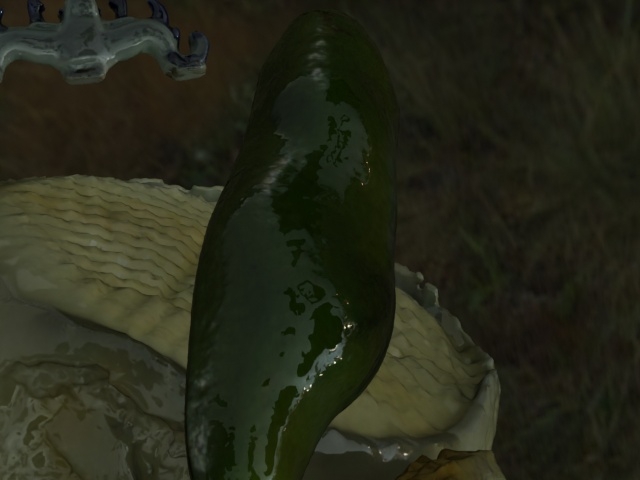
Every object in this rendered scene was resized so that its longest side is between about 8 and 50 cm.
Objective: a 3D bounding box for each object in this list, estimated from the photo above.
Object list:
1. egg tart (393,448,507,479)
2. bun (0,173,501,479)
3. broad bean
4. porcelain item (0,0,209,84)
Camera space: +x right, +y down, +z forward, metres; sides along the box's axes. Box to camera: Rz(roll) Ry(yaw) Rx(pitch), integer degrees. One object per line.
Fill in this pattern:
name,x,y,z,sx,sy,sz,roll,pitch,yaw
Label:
egg tart,0.017,0.285,0.929,0.169,0.388,0.388,26,77,15
bun,-0.079,0.106,1.169,0.364,0.364,0.202,28,111,19
broad bean,-0.002,-0.008,0.505,0.046,0.061,0.195,-10,33,17
porcelain item,-0.128,-0.120,1.007,0.136,0.021,0.075,-3,78,-11
